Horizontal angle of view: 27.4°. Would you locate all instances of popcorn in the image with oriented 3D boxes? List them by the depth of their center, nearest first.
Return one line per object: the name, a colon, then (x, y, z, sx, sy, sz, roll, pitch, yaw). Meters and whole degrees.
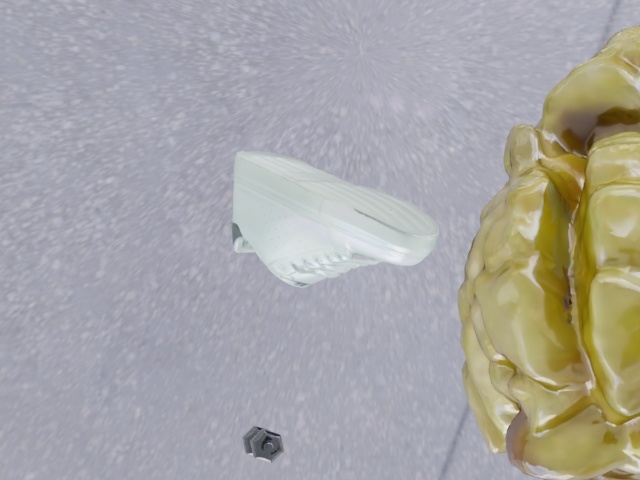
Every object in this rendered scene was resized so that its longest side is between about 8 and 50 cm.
popcorn: (0.197, 0.025, 0.838, 0.225, 0.265, 0.332, 11, 91, 29)

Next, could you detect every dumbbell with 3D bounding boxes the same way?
dumbbell: (-0.068, 0.240, 1.543, 0.040, 0.083, 0.036, -43, 95, -12)

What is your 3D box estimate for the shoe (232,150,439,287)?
shoe: (0.000, 0.000, 1.679, 0.132, 0.363, 0.160, -3, 109, -39)
